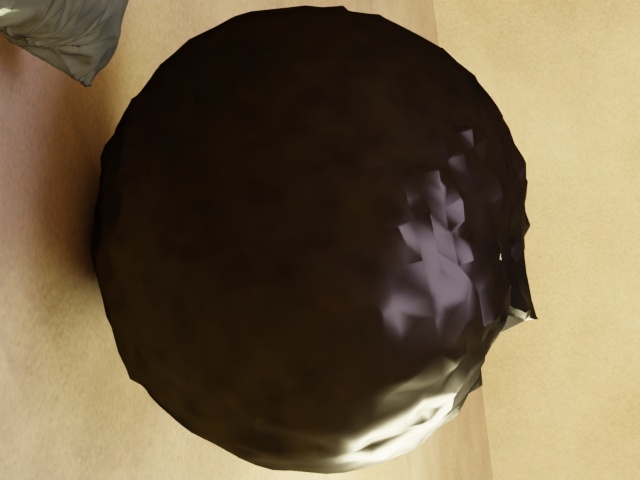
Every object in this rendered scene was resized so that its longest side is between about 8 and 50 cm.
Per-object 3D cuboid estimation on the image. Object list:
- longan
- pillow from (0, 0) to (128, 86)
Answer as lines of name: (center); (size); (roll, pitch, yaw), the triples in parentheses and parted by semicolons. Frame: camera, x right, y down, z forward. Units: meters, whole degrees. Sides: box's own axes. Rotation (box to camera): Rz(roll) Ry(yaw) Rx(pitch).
longan: (0.000, 0.000, 1.574); (0.391, 0.391, 0.391); (0, 90, -75)
pillow: (-0.196, -0.258, 1.296); (0.310, 0.138, 0.283); (4, 86, -78)
